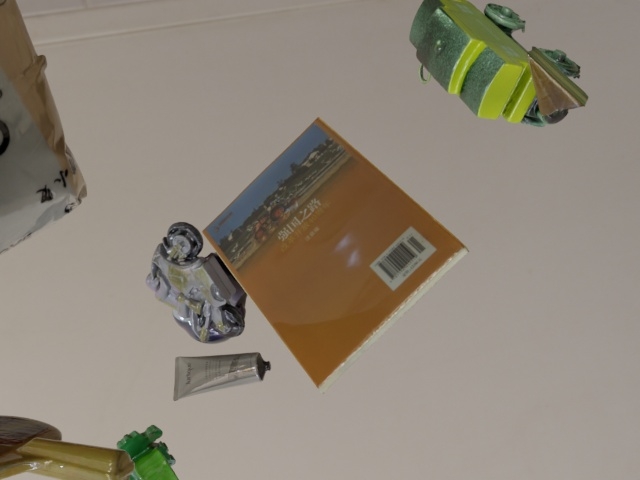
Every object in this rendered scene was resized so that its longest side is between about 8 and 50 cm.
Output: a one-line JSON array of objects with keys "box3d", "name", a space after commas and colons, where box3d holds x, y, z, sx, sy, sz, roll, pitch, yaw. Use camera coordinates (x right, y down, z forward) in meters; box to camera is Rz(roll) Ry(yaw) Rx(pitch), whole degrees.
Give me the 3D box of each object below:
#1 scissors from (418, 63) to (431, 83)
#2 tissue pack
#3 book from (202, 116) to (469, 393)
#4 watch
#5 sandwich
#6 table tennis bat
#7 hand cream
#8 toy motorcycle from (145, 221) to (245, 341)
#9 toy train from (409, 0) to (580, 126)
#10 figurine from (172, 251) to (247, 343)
[{"box3d": [0.286, -0.486, 1.876, 0.133, 0.020, 0.187, 12, 115, 52], "name": "scissors"}, {"box3d": [-0.461, -0.105, 0.798, 0.195, 0.375, 0.390, 23, 141, 35], "name": "tissue pack"}, {"box3d": [0.000, 0.000, 1.066, 0.028, 0.262, 0.374, 42, -176, -47], "name": "book"}, {"box3d": [-0.372, 0.514, 1.648, 0.152, 0.131, 0.165, 37, 147, 46], "name": "watch"}, {"box3d": [0.414, -0.287, 1.309, 0.074, 0.074, 0.116, -48, -57, -54], "name": "sandwich"}, {"box3d": [-0.383, 0.267, 0.938, 0.198, 0.321, 0.050, -13, -74, -74], "name": "table tennis bat"}, {"box3d": [-0.182, 0.243, 1.386, 0.054, 0.186, 0.087, 69, -166, -57], "name": "hand cream"}, {"box3d": [-0.226, 0.077, 1.273, 0.225, 0.152, 0.073, 65, -149, -18], "name": "toy motorcycle"}, {"box3d": [0.375, -0.412, 1.695, 0.179, 0.272, 0.442, -67, 33, 33], "name": "toy train"}, {"box3d": [-0.186, 0.091, 1.441, 0.145, 0.222, 0.145, 34, 177, 2], "name": "figurine"}]
